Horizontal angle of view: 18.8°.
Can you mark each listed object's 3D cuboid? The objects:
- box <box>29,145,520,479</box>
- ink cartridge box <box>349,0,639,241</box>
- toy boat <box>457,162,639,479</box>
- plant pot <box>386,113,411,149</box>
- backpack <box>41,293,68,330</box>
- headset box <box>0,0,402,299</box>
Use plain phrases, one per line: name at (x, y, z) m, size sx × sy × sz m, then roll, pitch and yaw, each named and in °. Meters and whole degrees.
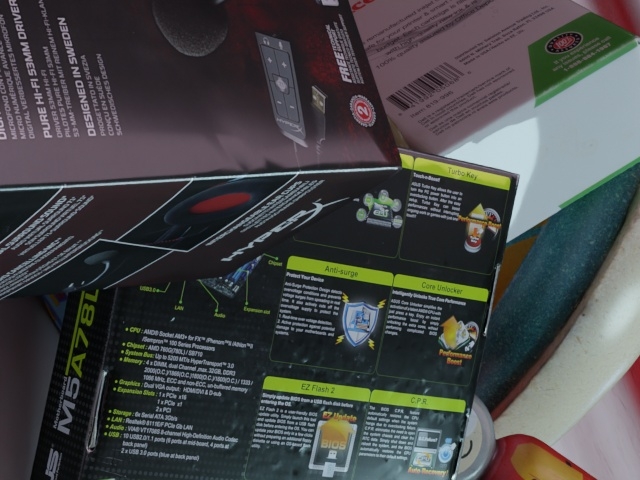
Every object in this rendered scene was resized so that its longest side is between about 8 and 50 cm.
box at (-0.016, 0.043, 0.799) m, size 0.190 × 0.045 × 0.184 m, roll 9°, pitch 91°, yaw -36°
ink cartridge box at (0.085, -0.094, 1.200) m, size 0.208 × 0.153 × 0.087 m, roll 42°, pitch -22°, yaw 51°
toy boat at (0.124, 0.062, 1.202) m, size 0.148 × 0.267 × 0.318 m, roll 29°, pitch 34°, yaw -7°
plant pot at (0.000, 0.000, 1.059) m, size 0.237 × 0.109 × 0.237 m, roll 56°, pitch 23°, yaw -39°
backpack at (-0.067, -0.041, 0.890) m, size 0.158 × 0.117 × 0.173 m, roll 59°, pitch 21°, yaw -29°
headset box at (-0.139, -0.093, 0.598) m, size 0.293 × 0.110 × 0.218 m, roll -4°, pitch 71°, yaw -43°
